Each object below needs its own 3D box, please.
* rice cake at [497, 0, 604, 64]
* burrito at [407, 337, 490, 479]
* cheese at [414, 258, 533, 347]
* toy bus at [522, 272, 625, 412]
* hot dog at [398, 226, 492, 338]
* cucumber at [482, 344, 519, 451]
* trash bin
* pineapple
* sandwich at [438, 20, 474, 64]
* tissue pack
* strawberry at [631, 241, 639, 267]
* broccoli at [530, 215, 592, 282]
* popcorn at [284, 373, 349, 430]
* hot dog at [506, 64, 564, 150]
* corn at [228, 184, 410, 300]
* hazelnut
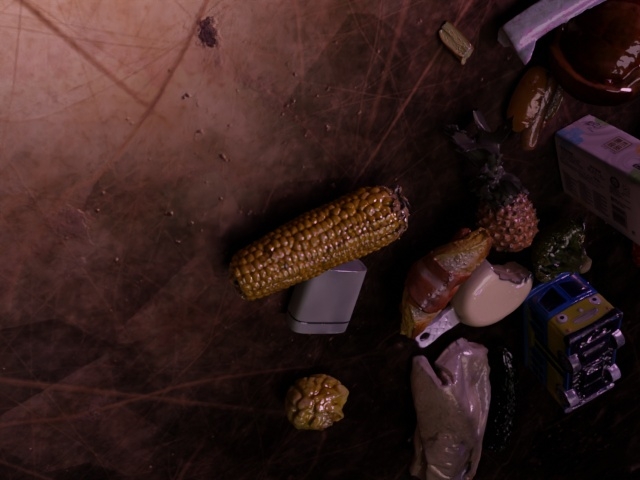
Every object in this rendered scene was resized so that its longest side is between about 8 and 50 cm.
[{"bbox_3d":[0.414,-0.376,1.188,0.290,0.081,0.051,-32,168,12],"label":"rice cake"},{"bbox_3d":[0.283,0.370,1.632,0.190,0.135,0.331,-11,122,-14],"label":"burrito"},{"bbox_3d":[0.302,0.132,1.516,0.163,0.071,0.248,30,104,-39],"label":"cheese"},{"bbox_3d":[0.523,0.211,1.605,0.138,0.175,0.287,-27,137,-9],"label":"toy bus"},{"bbox_3d":[0.207,0.067,1.398,0.261,0.093,0.123,-54,162,17],"label":"hot dog"},{"bbox_3d":[0.407,0.347,1.720,0.081,0.072,0.303,-15,127,-19],"label":"cucumber"},{"bbox_3d":[0.008,0.094,1.335,0.116,0.059,0.129,2,118,-31],"label":"trash bin"},{"bbox_3d":[0.301,-0.103,1.334,0.119,0.130,0.277,-13,135,16],"label":"pineapple"},{"bbox_3d":[0.217,-0.300,1.194,0.031,0.044,0.083,-45,129,11],"label":"sandwich"},{"bbox_3d":[0.556,-0.120,1.380,0.145,0.229,0.159,-32,130,-8],"label":"tissue pack"},{"bbox_3d":[0.792,-0.004,1.584,0.261,0.261,0.257,10,111,-34],"label":"strawberry"},{"bbox_3d":[0.471,0.022,1.503,0.131,0.120,0.130,-16,130,-30],"label":"broccoli"},{"bbox_3d":[-0.010,0.310,1.441,0.120,0.116,0.106,-51,160,-50],"label":"popcorn"},{"bbox_3d":[0.365,-0.226,1.315,0.090,0.060,0.140,14,115,-31],"label":"hot dog"},{"bbox_3d":[0.000,0.000,1.236,0.318,0.115,0.115,-23,129,-12],"label":"corn"},{"bbox_3d":[0.468,-0.307,1.237,0.201,0.170,0.160,-50,136,-28],"label":"hazelnut"}]
